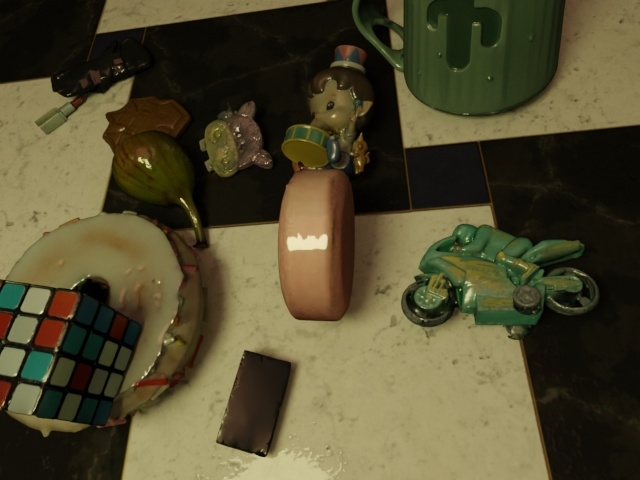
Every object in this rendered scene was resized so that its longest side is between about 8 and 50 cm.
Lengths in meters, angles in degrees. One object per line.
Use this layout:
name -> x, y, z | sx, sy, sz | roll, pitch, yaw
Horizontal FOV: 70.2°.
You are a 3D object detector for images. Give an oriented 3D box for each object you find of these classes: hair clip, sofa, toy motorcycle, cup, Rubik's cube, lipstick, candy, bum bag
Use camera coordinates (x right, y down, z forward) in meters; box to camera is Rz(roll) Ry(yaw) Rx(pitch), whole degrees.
hair clip -> -0.190, -0.219, 0.983 | 0.146, 0.056, 0.187 | -21, 64, 6
sofa -> -0.105, 0.259, 0.729 | 0.085, 0.060, 0.147 | 15, 66, -2
toy motorcycle -> 0.282, 0.056, 0.747 | 0.297, 0.109, 0.198 | -1, 53, 11
cup -> 0.258, -0.461, 0.855 | 0.401, 0.392, 0.310 | -10, 56, 10
Rubik's cube -> -0.364, 0.152, 0.606 | 0.155, 0.154, 0.151 | 5, 66, 11
lipstick -> -0.632, -0.314, 1.116 | 0.129, 0.030, 0.030 | -44, 64, -14
candy -> 0.000, 0.000, 0.729 | 0.094, 0.255, 0.255 | 1, 63, 10
bum bag -> -0.550, -0.427, 1.145 | 0.248, 0.060, 0.123 | -33, 62, -10

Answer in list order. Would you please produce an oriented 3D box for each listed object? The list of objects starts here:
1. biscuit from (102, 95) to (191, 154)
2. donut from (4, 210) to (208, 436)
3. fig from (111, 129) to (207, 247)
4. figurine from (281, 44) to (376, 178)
biscuit -> -0.417, -0.266, 1.054 | 0.215, 0.034, 0.182 | 19, 67, 18
donut -> -0.368, 0.131, 0.781 | 0.383, 0.142, 0.382 | -4, 64, 8
fig -> -0.298, -0.104, 0.894 | 0.151, 0.151, 0.259 | -37, 67, -10
figurine -> 0.027, -0.252, 0.905 | 0.161, 0.158, 0.275 | -14, 54, 48
